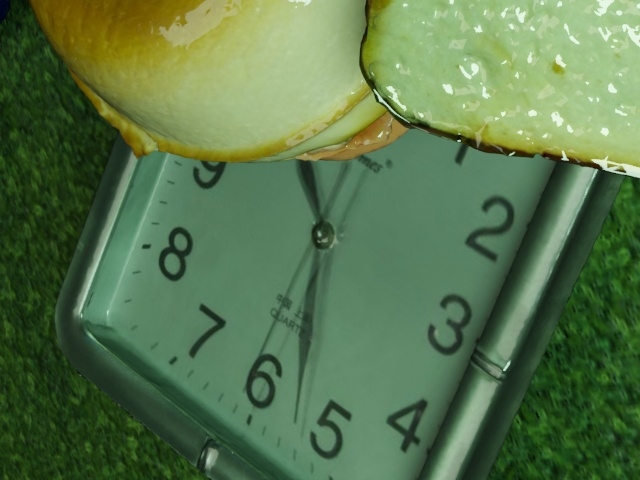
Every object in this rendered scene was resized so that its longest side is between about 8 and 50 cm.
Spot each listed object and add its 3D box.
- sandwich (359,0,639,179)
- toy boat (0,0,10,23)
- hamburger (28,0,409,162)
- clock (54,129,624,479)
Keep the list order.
[{"bbox_3d":[0.128,-0.105,0.642,0.215,0.065,0.186,12,123,9],"label":"sandwich"},{"bbox_3d":[-0.248,-0.262,1.102,0.219,0.072,0.318,5,105,52],"label":"toy boat"},{"bbox_3d":[-0.032,-0.138,0.796,0.237,0.147,0.236,-10,70,30],"label":"hamburger"},{"bbox_3d":[0.000,0.000,0.896,0.273,0.049,0.278,34,110,33],"label":"clock"}]
